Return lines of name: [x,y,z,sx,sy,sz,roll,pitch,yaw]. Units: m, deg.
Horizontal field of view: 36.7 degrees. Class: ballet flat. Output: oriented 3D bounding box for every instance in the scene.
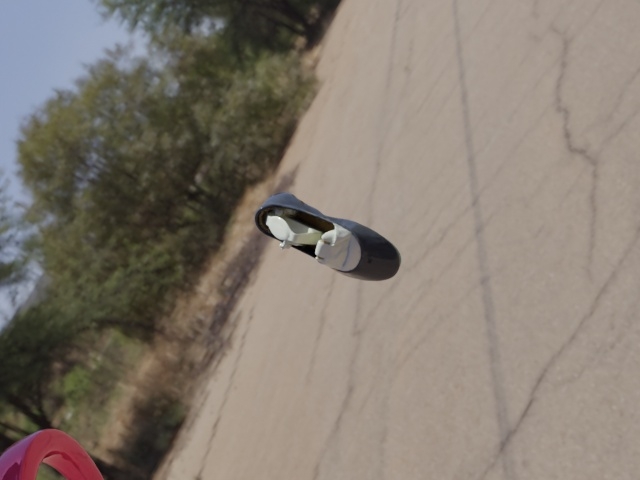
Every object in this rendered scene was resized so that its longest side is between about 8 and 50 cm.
ballet flat: [0.000,0.000,1.175,0.074,0.203,0.074,-38,-38,-37]

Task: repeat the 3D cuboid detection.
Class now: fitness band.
fitness band: [-0.246,0.328,0.962,0.054,0.209,0.291,-27,57,14]
